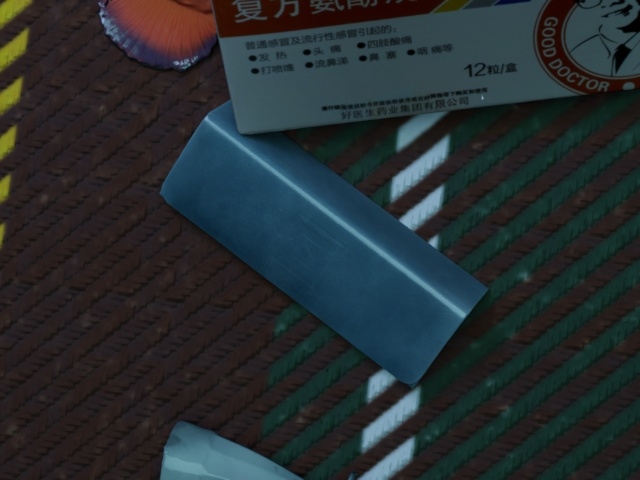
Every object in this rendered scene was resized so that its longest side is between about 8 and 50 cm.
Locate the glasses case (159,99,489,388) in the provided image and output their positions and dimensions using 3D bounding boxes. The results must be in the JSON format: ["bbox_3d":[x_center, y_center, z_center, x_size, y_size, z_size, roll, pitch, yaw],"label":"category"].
[{"bbox_3d":[0.000,0.000,1.536,0.266,0.056,0.105,37,91,7],"label":"glasses case"}]

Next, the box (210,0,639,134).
[{"bbox_3d":[0.094,-0.194,1.451,0.353,0.214,0.069,-7,48,1],"label":"box"}]

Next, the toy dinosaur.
[{"bbox_3d":[-0.092,-0.189,1.557,0.286,0.070,0.139,31,102,4],"label":"toy dinosaur"}]

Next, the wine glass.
[{"bbox_3d":[-0.052,0.200,1.528,0.155,0.073,0.073,16,90,4],"label":"wine glass"}]
